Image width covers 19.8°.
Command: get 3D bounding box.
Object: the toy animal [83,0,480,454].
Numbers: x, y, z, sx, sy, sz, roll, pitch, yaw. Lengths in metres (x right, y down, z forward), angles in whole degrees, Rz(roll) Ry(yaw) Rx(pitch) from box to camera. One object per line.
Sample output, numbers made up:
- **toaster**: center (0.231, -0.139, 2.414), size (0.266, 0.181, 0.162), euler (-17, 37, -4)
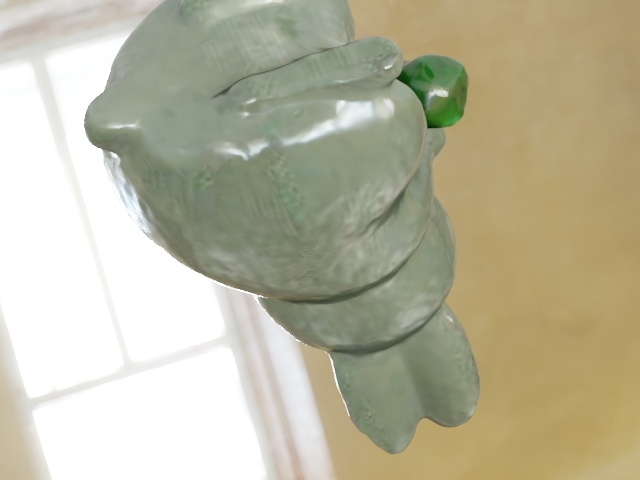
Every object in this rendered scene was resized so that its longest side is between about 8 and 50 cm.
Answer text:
- **toy animal**: center (-0.004, -0.010, 0.697), size (0.138, 0.108, 0.236), euler (-20, 147, -5)
